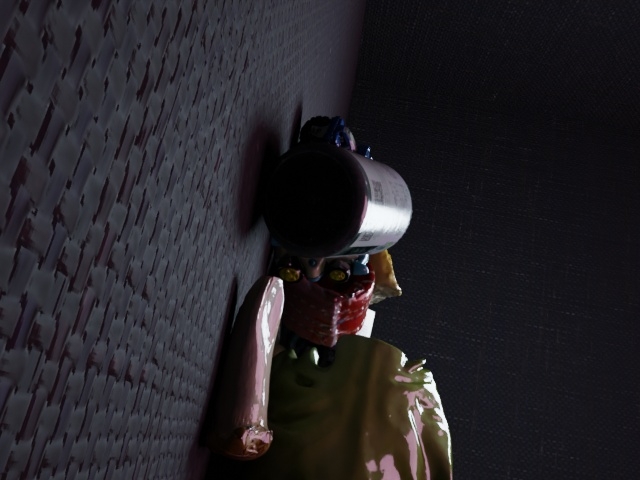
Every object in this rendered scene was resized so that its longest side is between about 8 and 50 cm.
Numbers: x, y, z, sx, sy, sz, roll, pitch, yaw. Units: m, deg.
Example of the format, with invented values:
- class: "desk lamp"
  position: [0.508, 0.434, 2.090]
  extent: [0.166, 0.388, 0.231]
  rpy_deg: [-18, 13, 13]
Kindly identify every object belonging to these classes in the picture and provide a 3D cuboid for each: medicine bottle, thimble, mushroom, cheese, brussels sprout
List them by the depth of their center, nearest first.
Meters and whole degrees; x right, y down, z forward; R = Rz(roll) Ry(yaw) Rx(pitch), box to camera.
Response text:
- class: "mushroom"
  position: [-0.083, 0.144, 0.664]
  extent: [0.084, 0.071, 0.209]
  rpy_deg: [25, 70, -55]
- class: "medicine bottle"
  position: [0.044, -0.049, 0.807]
  extent: [0.293, 0.141, 0.141]
  rpy_deg: [-1, 103, -66]
- class: "brussels sprout"
  position: [0.022, 0.387, 0.853]
  extent: [0.361, 0.342, 0.425]
  rpy_deg: [-87, 174, -47]
- class: "thimble"
  position: [0.003, 0.084, 1.034]
  extent: [0.163, 0.189, 0.125]
  rpy_deg: [-17, 134, -35]
- class: "cheese"
  position: [-0.089, 0.228, 1.122]
  extent: [0.092, 0.047, 0.171]
  rpy_deg: [95, 0, -49]

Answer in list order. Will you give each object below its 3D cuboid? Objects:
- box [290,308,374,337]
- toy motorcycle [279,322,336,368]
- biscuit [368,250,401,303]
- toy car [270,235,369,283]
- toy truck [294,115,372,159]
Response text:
- class: "box"
  position: [0.004, 0.241, 1.392]
  extent: [0.256, 0.069, 0.164]
  rpy_deg: [-9, -120, 48]
- class: "toy motorcycle"
  position: [-0.032, 0.198, 1.266]
  extent: [0.416, 0.172, 0.232]
  rpy_deg: [-103, -146, -57]
- class: "biscuit"
  position: [0.058, -0.026, 1.395]
  extent: [0.429, 0.104, 0.446]
  rpy_deg: [149, -72, -79]
- class: "toy car"
  position: [0.000, 0.000, 0.931]
  extent: [0.098, 0.161, 0.126]
  rpy_deg: [83, 16, -47]
- class: "toy truck"
  position: [0.029, -0.106, 1.007]
  extent: [0.113, 0.126, 0.208]
  rpy_deg: [-74, 158, -51]
